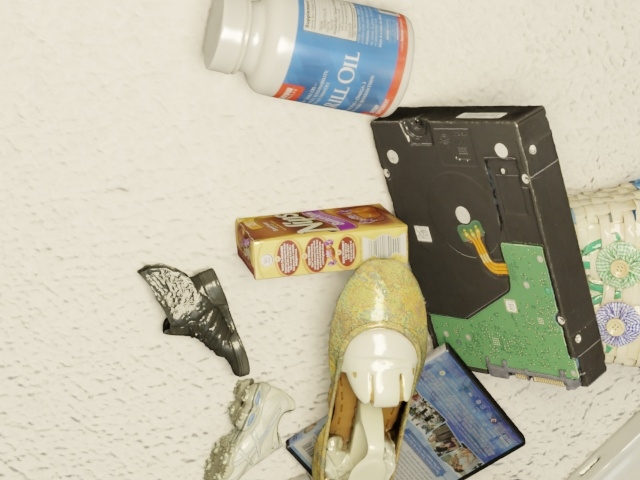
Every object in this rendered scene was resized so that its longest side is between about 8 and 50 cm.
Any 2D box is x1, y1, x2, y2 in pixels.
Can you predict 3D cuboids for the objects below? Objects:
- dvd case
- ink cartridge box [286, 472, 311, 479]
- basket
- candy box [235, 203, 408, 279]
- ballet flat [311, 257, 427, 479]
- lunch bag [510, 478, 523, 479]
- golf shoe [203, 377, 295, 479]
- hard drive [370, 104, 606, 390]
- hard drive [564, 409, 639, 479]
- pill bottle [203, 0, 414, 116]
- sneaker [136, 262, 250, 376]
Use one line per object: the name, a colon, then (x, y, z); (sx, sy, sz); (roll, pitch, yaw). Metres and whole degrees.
dvd case: (0.108, 0.257, 1.652); (0.253, 0.022, 0.180); (-33, 113, 16)
ink cartridge box: (-0.005, 0.501, 1.535); (0.166, 0.395, 0.285); (-20, 109, -6)
basket: (0.414, 0.047, 1.621); (0.289, 0.201, 0.254); (-4, 105, -4)
candy box: (0.000, 0.000, 1.547); (0.187, 0.109, 0.053); (-8, 107, -14)
ballet flat: (0.061, 0.192, 1.539); (0.123, 0.123, 0.348); (2, 119, -16)
lunch bag: (0.249, 0.357, 1.737); (0.098, 0.065, 0.067); (-7, 91, -12)
golf shoe: (-0.087, 0.263, 1.622); (0.086, 0.069, 0.176); (19, 100, -25)
hard drive: (0.199, 0.005, 1.538); (0.064, 0.237, 0.339); (-30, 112, -35)
hard drive: (0.480, 0.427, 1.828); (0.233, 0.047, 0.353); (-44, 111, 0)
pill bottle: (-0.015, -0.217, 1.475); (0.221, 0.124, 0.124); (8, 103, -16)
sneaker: (-0.151, 0.098, 1.567); (0.089, 0.051, 0.170); (-21, 105, -9)
